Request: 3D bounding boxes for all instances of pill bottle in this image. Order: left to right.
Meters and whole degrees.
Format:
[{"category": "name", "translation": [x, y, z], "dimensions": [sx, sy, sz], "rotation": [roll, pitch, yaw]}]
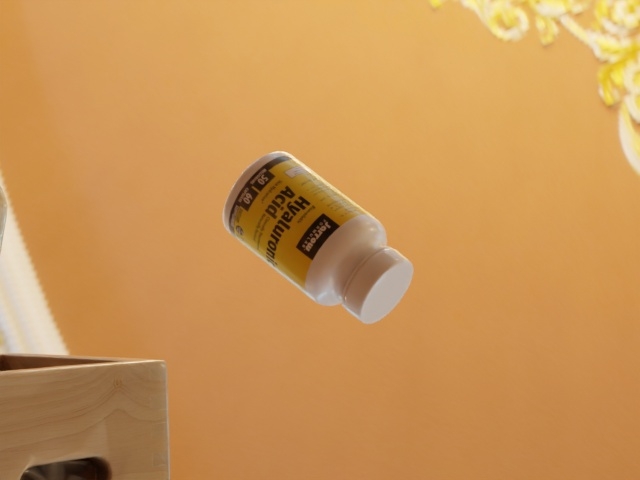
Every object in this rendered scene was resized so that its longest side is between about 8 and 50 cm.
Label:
[{"category": "pill bottle", "translation": [0.000, 0.000, 1.076], "dimensions": [0.116, 0.065, 0.065], "rotation": [37, -90, 26]}]

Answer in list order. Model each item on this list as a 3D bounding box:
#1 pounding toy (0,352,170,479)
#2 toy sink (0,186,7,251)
[{"category": "pounding toy", "translation": [-0.120, 0.100, 0.711], "dimensions": [0.130, 0.141, 0.100], "rotation": [-1, -90, 44]}, {"category": "toy sink", "translation": [-0.313, 0.044, 1.143], "dimensions": [0.153, 0.131, 0.234], "rotation": [40, -55, 40]}]
